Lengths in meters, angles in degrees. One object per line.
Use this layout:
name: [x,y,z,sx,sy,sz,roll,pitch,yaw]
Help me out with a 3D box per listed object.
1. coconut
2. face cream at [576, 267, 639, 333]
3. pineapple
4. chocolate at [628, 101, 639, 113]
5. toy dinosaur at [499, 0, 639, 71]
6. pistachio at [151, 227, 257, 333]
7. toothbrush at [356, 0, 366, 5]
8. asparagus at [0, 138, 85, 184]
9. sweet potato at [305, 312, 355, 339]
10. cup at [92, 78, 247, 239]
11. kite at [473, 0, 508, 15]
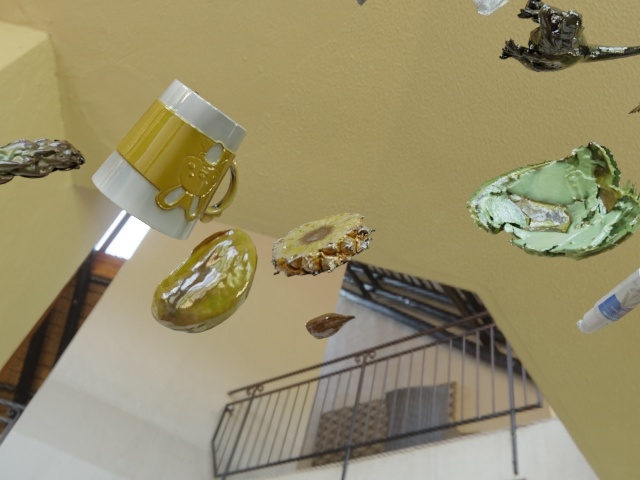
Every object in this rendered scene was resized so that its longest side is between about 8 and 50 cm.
coconut: [0.242,-0.036,0.595,0.158,0.133,0.055,29,-21,40]
face cream: [0.374,0.081,0.755,0.034,0.034,0.130,22,-39,-4]
pineapple: [0.000,0.000,1.093,0.221,0.221,0.047,-11,-68,22]
chocolate: [0.569,-0.265,0.942,0.028,0.086,0.182,57,-45,13]
toy dinosaur: [0.309,-0.218,0.703,0.179,0.187,0.087,30,-60,12]
pistachio: [-0.164,0.066,0.879,0.110,0.189,0.100,43,-32,-6]
toothbrush: [0.121,-0.447,0.967,0.014,0.017,0.194,48,-36,-10]
asparagus: [-0.225,-0.017,0.253,0.025,0.248,0.024,40,-45,38]
sweet potato: [0.024,0.169,1.206,0.117,0.049,0.049,-22,-59,33]
cup: [-0.227,-0.125,1.010,0.226,0.185,0.241,-55,-40,5]
kite: [0.201,-0.368,0.704,0.127,0.229,0.016,-33,-34,21]
